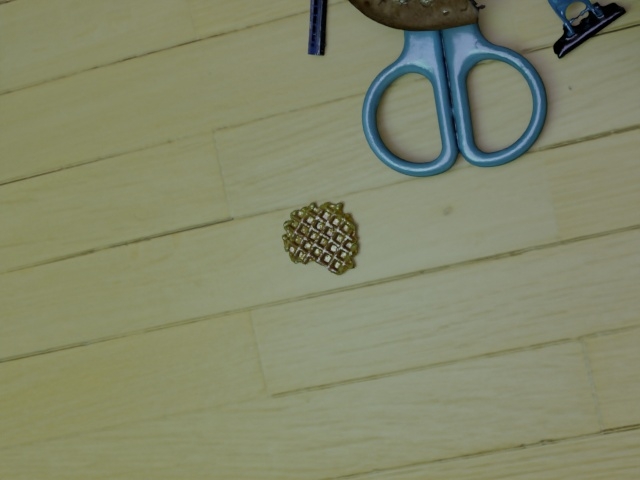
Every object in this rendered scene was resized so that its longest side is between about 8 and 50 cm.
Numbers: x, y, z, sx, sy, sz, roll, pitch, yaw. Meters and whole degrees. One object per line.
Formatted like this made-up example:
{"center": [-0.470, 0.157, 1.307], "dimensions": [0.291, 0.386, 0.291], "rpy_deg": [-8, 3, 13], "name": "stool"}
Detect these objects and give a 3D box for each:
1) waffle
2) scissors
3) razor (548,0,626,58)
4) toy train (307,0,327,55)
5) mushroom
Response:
{"center": [-0.001, -0.002, 1.526], "dimensions": [0.085, 0.016, 0.078], "rpy_deg": [1, 90, 15], "name": "waffle"}
{"center": [0.114, -0.292, 1.469], "dimensions": [0.192, 0.029, 0.447], "rpy_deg": [-9, 90, 15], "name": "scissors"}
{"center": [0.205, -0.311, 1.434], "dimensions": [0.082, 0.042, 0.253], "rpy_deg": [-33, 84, 14], "name": "razor"}
{"center": [-0.003, -0.238, 1.511], "dimensions": [0.017, 0.017, 0.083], "rpy_deg": [5, 95, 22], "name": "toy train"}
{"center": [0.064, -0.274, 1.433], "dimensions": [0.210, 0.072, 0.094], "rpy_deg": [49, 114, 13], "name": "mushroom"}
